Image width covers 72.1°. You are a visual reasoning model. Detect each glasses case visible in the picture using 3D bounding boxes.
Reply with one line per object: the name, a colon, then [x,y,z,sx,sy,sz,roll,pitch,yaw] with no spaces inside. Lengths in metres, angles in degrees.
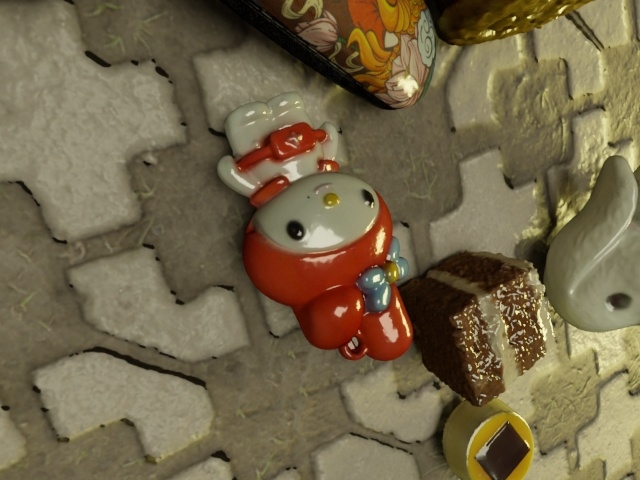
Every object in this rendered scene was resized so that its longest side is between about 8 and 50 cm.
glasses case: [0.001,-0.230,0.396,0.320,0.082,0.122,20,81,-40]

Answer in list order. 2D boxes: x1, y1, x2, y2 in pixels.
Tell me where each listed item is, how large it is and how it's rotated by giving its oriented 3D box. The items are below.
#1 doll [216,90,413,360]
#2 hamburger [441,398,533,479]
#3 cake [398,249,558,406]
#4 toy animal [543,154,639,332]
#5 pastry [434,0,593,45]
doll: [0.000,0.000,0.445,0.160,0.129,0.291,-25,93,-26]
hamburger: [0.236,0.289,0.624,0.141,0.081,0.127,35,80,-12]
cake: [0.198,0.098,0.550,0.147,0.134,0.135,-24,108,-13]
toy animal: [0.449,-0.006,0.635,0.289,0.174,0.249,-26,119,-21]
pastry: [0.228,-0.292,0.456,0.240,0.235,0.132,-31,113,-37]
